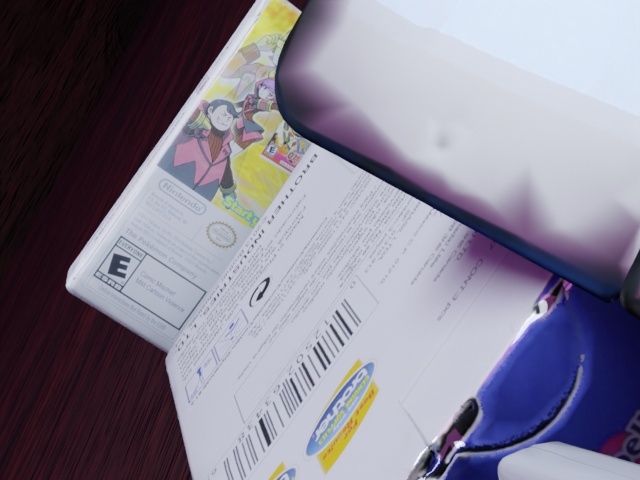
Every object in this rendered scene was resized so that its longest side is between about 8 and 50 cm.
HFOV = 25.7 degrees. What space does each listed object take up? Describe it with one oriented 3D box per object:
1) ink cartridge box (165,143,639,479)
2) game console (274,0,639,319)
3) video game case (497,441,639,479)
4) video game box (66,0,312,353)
[{"bbox_3d":[0.081,0.040,0.539,0.270,0.151,0.395,-55,15,5],"label":"ink cartridge box"},{"bbox_3d":[0.102,-0.134,0.320,0.293,0.173,0.250,-61,-10,1],"label":"game console"},{"bbox_3d":[0.105,0.148,0.272,0.212,0.023,0.193,-179,78,-71],"label":"video game case"},{"bbox_3d":[0.000,0.000,0.750,0.187,0.205,0.048,-53,15,8],"label":"video game box"}]
